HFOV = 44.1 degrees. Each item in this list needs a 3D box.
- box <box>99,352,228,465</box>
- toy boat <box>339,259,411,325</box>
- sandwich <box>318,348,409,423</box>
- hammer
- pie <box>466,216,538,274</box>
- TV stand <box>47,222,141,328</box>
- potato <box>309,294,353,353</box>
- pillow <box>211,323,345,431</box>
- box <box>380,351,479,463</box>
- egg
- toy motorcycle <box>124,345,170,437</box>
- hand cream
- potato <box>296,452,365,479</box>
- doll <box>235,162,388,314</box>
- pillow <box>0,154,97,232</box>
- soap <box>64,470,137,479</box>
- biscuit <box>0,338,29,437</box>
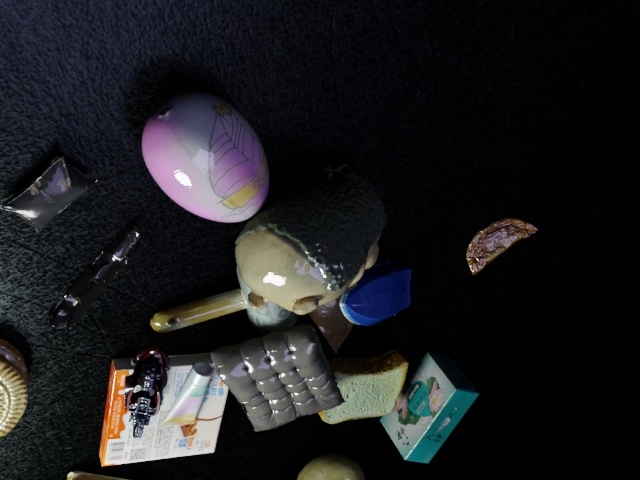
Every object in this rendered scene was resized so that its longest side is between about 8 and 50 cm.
[{"bbox_3d":[-0.341,0.371,1.746,0.265,0.048,0.273,1,119,-27],"label":"box"},{"bbox_3d":[0.107,0.113,1.675,0.295,0.088,0.129,-10,102,-64],"label":"toy boat"},{"bbox_3d":[0.098,0.359,1.947,0.214,0.065,0.186,-1,122,-25],"label":"sandwich"},{"bbox_3d":[-0.202,0.129,1.628,0.305,0.113,0.202,-15,125,-7],"label":"hammer"},{"bbox_3d":[0.421,-0.005,1.882,0.191,0.033,0.088,-34,115,0],"label":"pie"},{"bbox_3d":[-0.426,0.070,1.504,0.249,0.036,0.042,-48,128,9],"label":"TV stand"},{"bbox_3d":[0.037,0.146,1.753,0.138,0.098,0.243,-36,132,-3],"label":"potato"},{"bbox_3d":[-0.087,0.302,1.716,0.228,0.101,0.326,-18,146,2],"label":"pillow"},{"bbox_3d":[0.276,0.429,2.028,0.092,0.153,0.245,19,110,-35],"label":"box"},{"bbox_3d":[-0.191,-0.137,1.376,0.196,0.196,0.271,-38,123,1],"label":"egg"},{"bbox_3d":[-0.357,0.299,1.604,0.082,0.122,0.213,14,126,-7],"label":"toy motorcycle"},{"bbox_3d":[-0.279,0.337,1.701,0.076,0.047,0.174,7,124,-32],"label":"hand cream"},{"bbox_3d":[0.015,0.648,2.052,0.178,0.160,0.235,37,112,-18],"label":"potato"},{"bbox_3d":[0.000,0.000,1.508,0.349,0.247,0.247,-50,145,-44],"label":"doll"},{"bbox_3d":[-0.472,-0.082,1.370,0.150,0.048,0.090,-39,122,8],"label":"pillow"},{"bbox_3d":[-0.497,0.612,1.818,0.232,0.073,0.140,24,113,-37],"label":"soap"},{"bbox_3d":[-0.680,0.290,1.500,0.259,0.079,0.259,-14,127,-19],"label":"biscuit"}]
